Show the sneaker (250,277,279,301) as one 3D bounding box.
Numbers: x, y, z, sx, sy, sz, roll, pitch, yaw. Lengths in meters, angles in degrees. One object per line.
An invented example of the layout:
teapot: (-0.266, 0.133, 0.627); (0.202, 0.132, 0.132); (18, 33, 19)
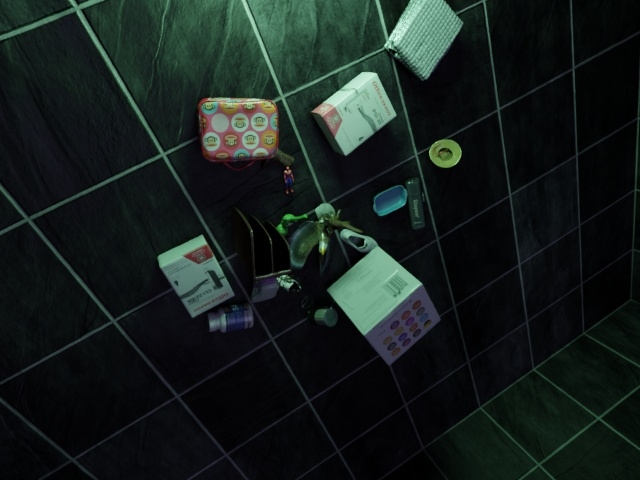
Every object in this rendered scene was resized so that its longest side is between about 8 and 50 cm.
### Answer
sneaker: (-0.249, 0.167, 1.810); (0.102, 0.282, 0.161); (-10, 71, -26)

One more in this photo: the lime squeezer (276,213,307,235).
lime squeezer: (-0.144, -0.041, 1.805); (0.059, 0.109, 0.310); (0, 144, -42)

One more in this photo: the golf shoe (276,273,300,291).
golf shoe: (-0.170, 0.177, 1.886); (0.198, 0.094, 0.077); (18, 104, -29)

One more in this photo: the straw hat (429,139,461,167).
straw hat: (0.594, -0.407, 2.004); (0.144, 0.144, 0.061); (-54, 163, 4)

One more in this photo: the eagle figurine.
eagle figurine: (-0.003, 0.006, 1.863); (0.226, 0.225, 0.298); (44, 126, 6)

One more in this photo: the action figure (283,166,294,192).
action figure: (-0.132, -0.252, 1.746); (0.038, 0.030, 0.115); (-14, 125, -14)

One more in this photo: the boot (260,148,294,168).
boot: (-0.172, -0.315, 1.709); (0.114, 0.037, 0.106); (30, 99, -36)

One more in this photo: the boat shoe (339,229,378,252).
boat shoe: (0.192, 0.017, 1.995); (0.226, 0.076, 0.083); (18, 103, -30)

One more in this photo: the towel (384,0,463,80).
towel: (0.416, -0.832, 1.714); (0.235, 0.121, 0.283); (29, 96, -33)

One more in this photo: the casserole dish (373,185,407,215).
casserole dish: (0.324, -0.192, 1.991); (0.188, 0.037, 0.114); (-26, 120, -12)

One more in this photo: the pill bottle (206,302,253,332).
pill bottle: (-0.396, 0.341, 1.838); (0.187, 0.112, 0.111); (-6, 114, -23)

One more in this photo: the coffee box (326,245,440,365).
coffee box: (0.299, 0.308, 1.994); (0.338, 0.338, 0.334); (-40, 132, -5)

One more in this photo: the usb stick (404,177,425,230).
usb stick: (0.464, -0.175, 2.055); (0.077, 0.045, 0.277); (-16, 119, 0)

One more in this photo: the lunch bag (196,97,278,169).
lunch bag: (-0.301, -0.391, 1.558); (0.293, 0.120, 0.258); (-5, 111, -20)

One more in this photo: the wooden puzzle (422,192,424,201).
wooden puzzle: (0.491, -0.205, 2.081); (0.049, 0.006, 0.083); (-25, 120, -14)

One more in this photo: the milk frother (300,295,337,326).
milk frother: (-0.011, 0.336, 2.002); (0.143, 0.135, 0.129); (24, 69, -34)

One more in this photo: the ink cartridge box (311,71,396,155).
ink cartridge box: (0.139, -0.517, 1.716); (0.283, 0.117, 0.207); (-39, 122, -5)

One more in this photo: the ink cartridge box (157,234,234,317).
ink cartridge box: (-0.499, 0.147, 1.705); (0.197, 0.114, 0.272); (-28, 121, -13)

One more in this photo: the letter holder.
letter holder: (-0.237, -0.011, 1.649); (0.152, 0.302, 0.214); (-11, 115, -21)
